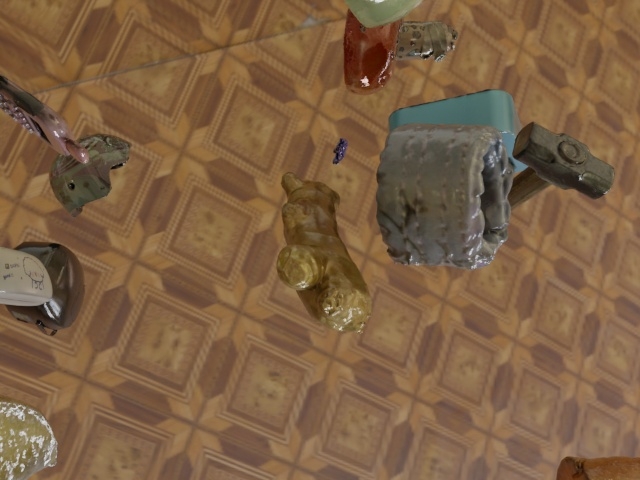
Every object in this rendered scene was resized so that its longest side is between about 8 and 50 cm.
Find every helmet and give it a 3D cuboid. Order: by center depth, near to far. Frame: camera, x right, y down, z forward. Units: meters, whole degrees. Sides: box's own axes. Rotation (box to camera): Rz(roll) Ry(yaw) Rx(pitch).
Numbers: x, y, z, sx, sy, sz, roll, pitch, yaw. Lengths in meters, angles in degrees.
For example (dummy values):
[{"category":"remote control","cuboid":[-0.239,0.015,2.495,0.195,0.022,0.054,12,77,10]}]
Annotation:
[{"category":"helmet","cuboid":[-0.439,-0.137,1.645,0.107,0.153,0.176,37,51,-21]}]

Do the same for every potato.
[{"category":"potato","cuboid":[-0.545,0.283,1.316,0.264,0.211,0.189,-26,120,-65]}]

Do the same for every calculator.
[{"category":"calculator","cuboid":[-0.313,-0.137,0.956,0.166,0.103,0.024,36,76,4]}]

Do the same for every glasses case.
[{"category":"glasses case","cuboid":[-0.446,0.052,1.269,0.049,0.197,0.076,-24,77,8]}]

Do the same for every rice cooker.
[{"category":"rice cooker","cuboid":[-0.487,0.082,1.559,0.119,0.203,0.142,10,58,4]}]

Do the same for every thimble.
[{"category":"thimble","cuboid":[0.134,-0.048,0.941,0.127,0.118,0.151,-41,130,-54]}]

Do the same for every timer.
[{"category":"timer","cuboid":[0.264,-0.163,1.655,0.250,0.232,0.091,46,38,-57]}]

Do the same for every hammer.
[{"category":"hammer","cuboid":[0.216,-0.036,1.118,0.111,0.365,0.043,25,64,-10]}]

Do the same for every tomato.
[{"category":"tomato","cuboid":[0.112,-0.404,1.749,0.095,0.237,0.236,8,77,10]}]

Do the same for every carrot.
[{"category":"carrot","cuboid":[0.562,0.447,1.530,0.255,0.196,0.195,-9,89,-7]}]

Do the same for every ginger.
[{"category":"ginger","cuboid":[-0.003,0.002,0.959,0.065,0.298,0.118,-36,111,11]}]

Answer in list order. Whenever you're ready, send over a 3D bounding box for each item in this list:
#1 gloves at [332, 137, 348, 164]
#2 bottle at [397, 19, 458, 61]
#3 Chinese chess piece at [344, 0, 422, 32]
[{"category":"gloves","cuboid":[0.043,-0.201,1.999,0.026,0.086,0.064,17,98,4]},{"category":"bottle","cuboid":[0.246,-0.466,2.068,0.152,0.099,0.098,1,82,5]},{"category":"Chinese chess piece","cuboid":[0.030,-0.286,0.802,0.188,0.083,0.188,54,16,-23]}]
